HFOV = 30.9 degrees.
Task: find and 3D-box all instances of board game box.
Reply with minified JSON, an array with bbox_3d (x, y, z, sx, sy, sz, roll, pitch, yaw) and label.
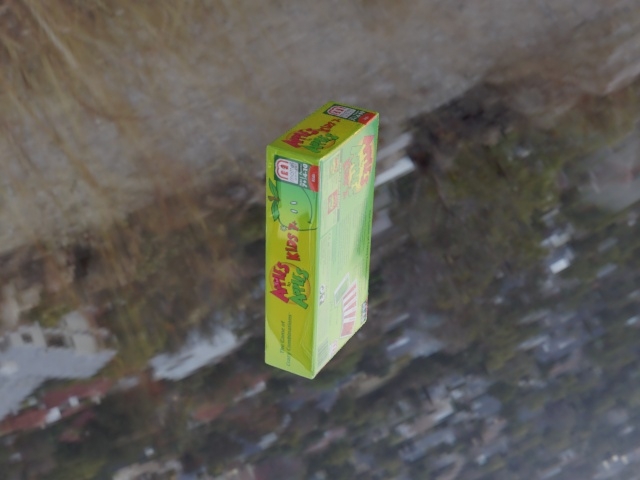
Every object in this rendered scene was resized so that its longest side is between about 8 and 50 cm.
[{"bbox_3d":[0.000,0.000,0.849,0.092,0.043,0.181,-43,142,-51],"label":"board game box"}]
